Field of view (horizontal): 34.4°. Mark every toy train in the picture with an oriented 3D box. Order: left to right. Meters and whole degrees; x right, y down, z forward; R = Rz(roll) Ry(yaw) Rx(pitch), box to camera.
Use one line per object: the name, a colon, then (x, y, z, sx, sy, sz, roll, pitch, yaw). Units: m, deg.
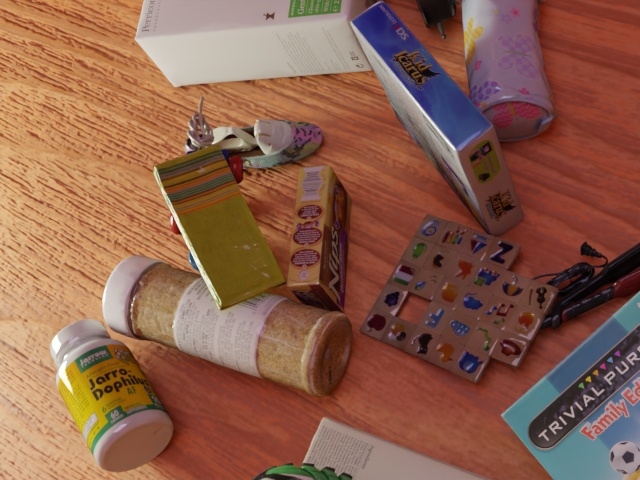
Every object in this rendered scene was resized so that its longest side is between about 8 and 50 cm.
toy train: (-0.168, -0.077, 1.561, 0.105, 0.143, 0.248, -2, 56, -4)

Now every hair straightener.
hair straightener: (0.356, 0.049, 1.352, 0.230, 0.047, 0.089, -31, 50, 10)

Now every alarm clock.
alarm clock: (0.162, -0.413, 1.605, 0.064, 0.129, 0.192, -24, 52, 8)

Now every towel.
towel: (-0.141, -0.023, 1.430, 0.102, 0.021, 0.237, -23, 68, -12)

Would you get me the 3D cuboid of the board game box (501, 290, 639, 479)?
board game box: (0.410, 0.247, 1.177, 0.254, 0.079, 0.336, -44, 57, 8)

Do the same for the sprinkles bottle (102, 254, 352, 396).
sprinkles bottle: (-0.135, 0.116, 1.454, 0.355, 0.121, 0.121, 14, 70, 27)

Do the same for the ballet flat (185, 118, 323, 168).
ballet flat: (-0.109, -0.152, 1.606, 0.221, 0.079, 0.077, -8, 59, 17)

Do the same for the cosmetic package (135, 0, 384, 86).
cosmetic package: (-0.092, -0.376, 1.670, 0.365, 0.155, 0.197, -2, 66, 19)

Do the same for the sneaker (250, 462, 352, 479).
sneaker: (0.044, 0.387, 1.166, 0.343, 0.134, 0.146, 38, 45, 13)

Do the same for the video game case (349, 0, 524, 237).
video game case: (0.162, -0.162, 1.408, 0.061, 0.244, 0.269, -34, 58, 1)

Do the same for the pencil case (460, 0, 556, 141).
pencil case: (0.271, -0.278, 1.504, 0.124, 0.113, 0.273, 10, 62, -15)

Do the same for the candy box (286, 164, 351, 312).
candy box: (0.000, 0.000, 1.468, 0.053, 0.109, 0.187, -6, 62, 18)

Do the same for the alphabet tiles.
alphabet tiles: (0.191, 0.078, 1.393, 0.237, 0.009, 0.198, 21, 74, 37)

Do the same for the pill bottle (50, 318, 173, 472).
pill bottle: (-0.304, 0.215, 1.472, 0.117, 0.117, 0.208, -38, 57, 0)

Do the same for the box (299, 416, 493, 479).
box: (0.112, 0.318, 1.272, 0.275, 0.094, 0.113, 18, 72, 27)
